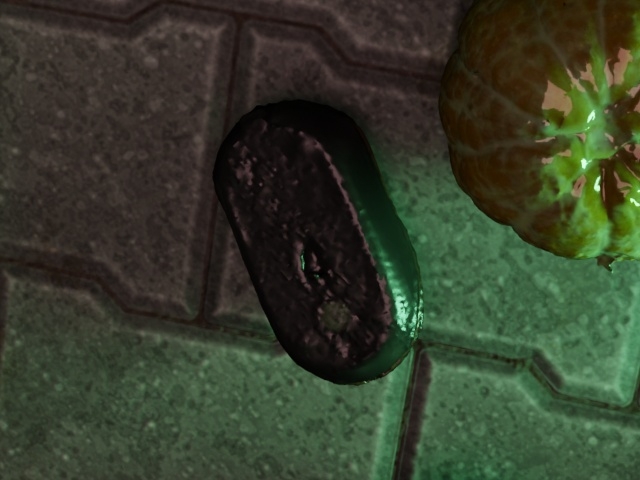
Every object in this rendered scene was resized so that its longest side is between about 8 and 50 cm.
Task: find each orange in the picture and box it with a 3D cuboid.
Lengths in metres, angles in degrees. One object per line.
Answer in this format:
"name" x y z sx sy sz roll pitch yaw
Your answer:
"orange" 0.281 -0.136 1.887 0.329 0.249 0.329 1 112 3

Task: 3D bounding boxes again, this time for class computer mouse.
"computer mouse" 0.002 0.000 2.047 0.183 0.116 0.323 -20 95 18
